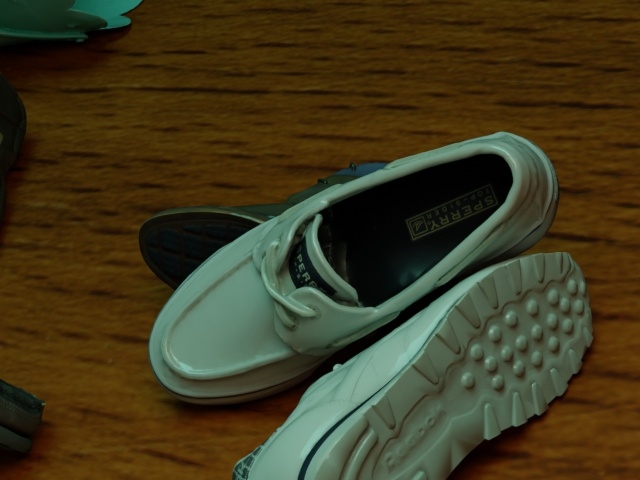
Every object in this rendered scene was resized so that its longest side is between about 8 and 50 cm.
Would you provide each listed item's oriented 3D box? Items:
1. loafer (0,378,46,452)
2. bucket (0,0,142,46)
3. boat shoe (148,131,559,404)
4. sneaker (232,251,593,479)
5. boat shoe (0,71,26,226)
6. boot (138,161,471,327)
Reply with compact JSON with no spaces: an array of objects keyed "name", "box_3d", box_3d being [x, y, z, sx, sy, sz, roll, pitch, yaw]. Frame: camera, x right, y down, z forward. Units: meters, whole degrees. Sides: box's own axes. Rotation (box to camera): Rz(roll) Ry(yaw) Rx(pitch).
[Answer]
[{"name":"loafer","box_3d":[-0.260,0.034,1.007,0.096,0.267,0.084,11,70,58]},{"name":"bucket","box_3d":[-0.292,-0.297,1.544,0.183,0.281,0.281,-15,31,17]},{"name":"boat shoe","box_3d":[0.008,0.018,0.997,0.267,0.096,0.088,-23,-11,17]},{"name":"sneaker","box_3d":[0.054,0.076,0.959,0.235,0.090,0.095,-34,18,-30]},{"name":"boat shoe","box_3d":[-0.293,-0.038,1.317,0.095,0.095,0.257,-24,23,18]},{"name":"boot","box_3d":[0.000,0.000,1.117,0.219,0.082,0.106,8,29,21]}]
